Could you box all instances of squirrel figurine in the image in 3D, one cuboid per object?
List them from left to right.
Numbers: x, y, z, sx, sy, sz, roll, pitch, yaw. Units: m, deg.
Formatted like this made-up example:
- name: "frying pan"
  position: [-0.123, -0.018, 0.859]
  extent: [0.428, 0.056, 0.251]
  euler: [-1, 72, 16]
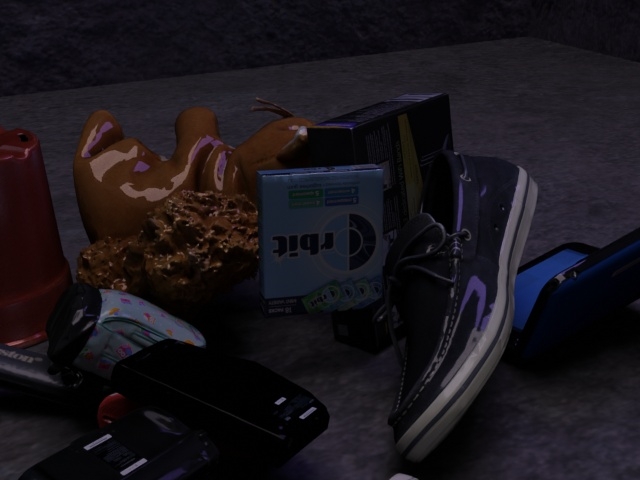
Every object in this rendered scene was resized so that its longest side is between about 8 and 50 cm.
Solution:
- name: "squirrel figurine"
  position: [-0.146, -0.028, 1.398]
  extent: [0.370, 0.281, 0.397]
  euler: [-10, 37, 14]

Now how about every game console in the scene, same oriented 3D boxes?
- name: "game console"
  position: [-0.154, 0.188, 0.969]
  extent: [0.213, 0.044, 0.361]
  euler: [20, 19, 23]
- name: "game console"
  position: [0.340, 0.032, 1.370]
  extent: [0.293, 0.250, 0.173]
  euler: [-26, 57, -26]

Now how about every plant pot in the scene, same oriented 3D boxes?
- name: "plant pot"
  position: [-0.490, -0.013, 1.407]
  extent: [0.272, 0.265, 0.272]
  euler: [0, 22, 0]

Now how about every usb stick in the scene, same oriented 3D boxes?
- name: "usb stick"
  position: [-0.408, 0.150, 1.212]
  extent: [0.278, 0.045, 0.077]
  euler: [15, 10, 1]

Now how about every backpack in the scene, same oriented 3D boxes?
- name: "backpack"
  position: [-0.232, 0.129, 1.191]
  extent: [0.182, 0.115, 0.152]
  euler: [29, 14, -22]

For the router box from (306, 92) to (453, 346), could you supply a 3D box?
- name: "router box"
  position: [0.102, -0.037, 1.400]
  extent: [0.081, 0.309, 0.243]
  euler: [6, 20, 38]

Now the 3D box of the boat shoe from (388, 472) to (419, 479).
- name: "boat shoe"
  position: [0.066, 0.287, 0.943]
  extent: [0.063, 0.066, 0.184]
  euler: [11, 15, 29]

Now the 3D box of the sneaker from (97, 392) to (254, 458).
- name: "sneaker"
  position: [-0.143, 0.199, 1.152]
  extent: [0.221, 0.087, 0.128]
  euler: [10, 12, -7]

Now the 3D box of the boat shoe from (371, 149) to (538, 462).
- name: "boat shoe"
  position: [0.150, 0.058, 1.215]
  extent: [0.156, 0.187, 0.500]
  euler: [27, 45, -3]

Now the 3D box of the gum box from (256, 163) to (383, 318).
- name: "gum box"
  position: [0.000, 0.000, 1.251]
  extent: [0.156, 0.184, 0.041]
  euler: [-5, 15, -14]
